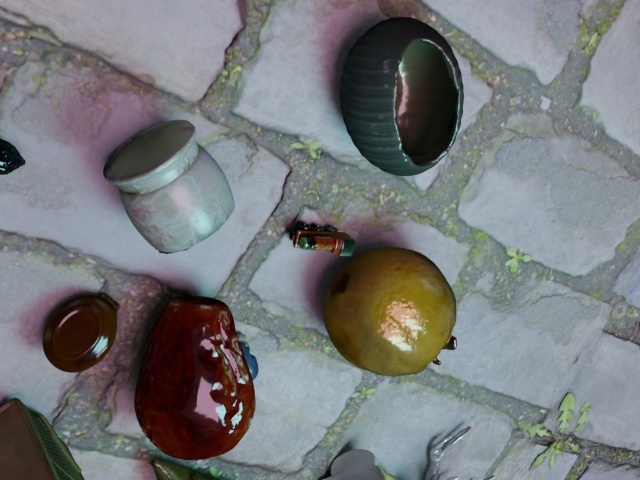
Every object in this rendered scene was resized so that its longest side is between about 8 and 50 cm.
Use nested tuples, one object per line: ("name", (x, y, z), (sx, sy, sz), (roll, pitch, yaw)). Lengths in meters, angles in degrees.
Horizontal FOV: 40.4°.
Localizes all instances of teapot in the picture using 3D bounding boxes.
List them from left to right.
("teapot", (-0.352, 0.136, 1.294), (0.098, 0.078, 0.129), (35, 78, 2))

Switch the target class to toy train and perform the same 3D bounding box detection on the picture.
("toy train", (0.000, 0.000, 1.431), (0.103, 0.064, 0.044), (3, 113, -32))

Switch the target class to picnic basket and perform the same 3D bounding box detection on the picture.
("picnic basket", (-0.428, 0.372, 1.245), (0.165, 0.267, 0.139), (-37, 132, -12))

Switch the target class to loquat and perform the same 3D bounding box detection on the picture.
("loquat", (0.119, 0.119, 1.484), (0.238, 0.193, 0.238), (0, 91, -22))

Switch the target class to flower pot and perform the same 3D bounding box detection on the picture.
("flower pot", (0.124, -0.219, 1.337), (0.189, 0.157, 0.243), (-17, 122, -21))

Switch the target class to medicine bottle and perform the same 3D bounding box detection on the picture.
("medicine bottle", (-0.211, -0.078, 1.219), (0.147, 0.147, 0.143), (-34, 123, -11))

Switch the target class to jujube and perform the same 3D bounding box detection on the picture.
("jujube", (-0.196, 0.213, 1.361), (0.190, 0.190, 0.255), (-1, 98, -30))

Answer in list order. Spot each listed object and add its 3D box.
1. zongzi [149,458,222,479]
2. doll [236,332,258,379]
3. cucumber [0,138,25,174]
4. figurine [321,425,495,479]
("zongzi", (-0.244, 0.521, 1.512), (0.274, 0.125, 0.250), (33, 87, -35))
("doll", (-0.142, 0.210, 1.464), (0.076, 0.050, 0.083), (-30, 127, -9))
("cucumber", (-0.498, -0.111, 1.092), (0.245, 0.067, 0.067), (-6, 116, -30))
("figurine", (0.188, 0.502, 1.714), (0.316, 0.206, 0.284), (29, 108, -41))
